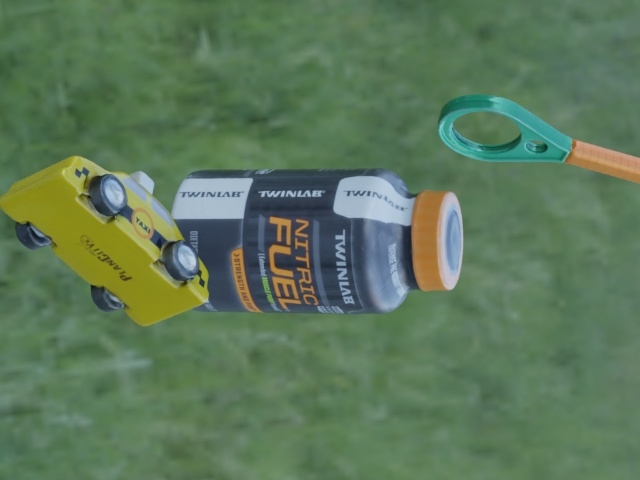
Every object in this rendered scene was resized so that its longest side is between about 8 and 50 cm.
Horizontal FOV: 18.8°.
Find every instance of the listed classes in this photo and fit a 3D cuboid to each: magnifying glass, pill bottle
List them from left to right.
[{"bbox_3d":[0.000,0.000,1.712,0.130,0.246,0.130,0,90,-72],"label":"pill bottle"},{"bbox_3d":[0.234,-0.099,2.008,0.092,0.231,0.026,115,-13,-57],"label":"magnifying glass"}]

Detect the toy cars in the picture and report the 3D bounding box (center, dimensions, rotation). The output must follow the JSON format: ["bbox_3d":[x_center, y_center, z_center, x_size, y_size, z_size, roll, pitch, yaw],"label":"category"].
[{"bbox_3d":[-0.277,-0.039,1.634,0.176,0.394,0.087,107,-5,-49],"label":"toy cars"}]
